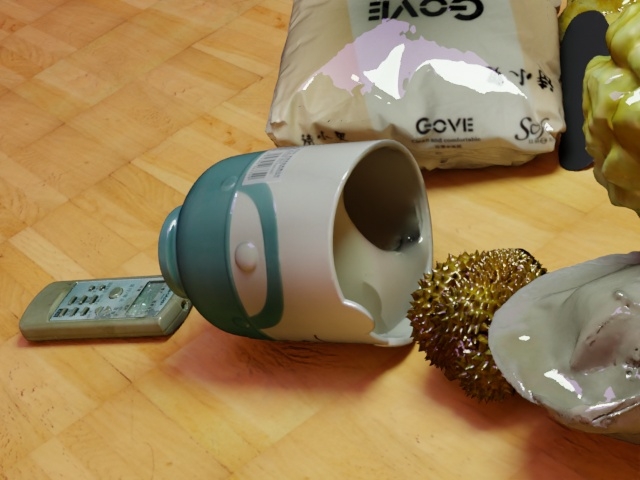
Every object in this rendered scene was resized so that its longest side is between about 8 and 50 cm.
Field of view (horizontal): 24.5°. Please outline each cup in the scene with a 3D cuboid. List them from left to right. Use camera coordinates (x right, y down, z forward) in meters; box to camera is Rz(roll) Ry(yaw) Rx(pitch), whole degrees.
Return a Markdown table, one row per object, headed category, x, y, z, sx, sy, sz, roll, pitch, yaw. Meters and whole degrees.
| category | x | y | z | sx | sy | sz | roll | pitch | yaw |
| --- | --- | --- | --- | --- | --- | --- | --- | --- | --- |
| cup | 0.000 | 0.000 | 1.645 | 0.258 | 0.219 | 0.290 | -1 | 7 | 33 |

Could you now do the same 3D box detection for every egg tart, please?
| category | x | y | z | sx | sy | sz | roll | pitch | yaw |
| --- | --- | --- | --- | --- | --- | --- | --- | --- | --- |
| egg tart | 0.403 | -0.275 | 1.892 | 0.212 | 0.090 | 0.212 | -19 | 32 | 12 |

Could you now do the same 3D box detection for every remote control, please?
| category | x | y | z | sx | sy | sz | roll | pitch | yaw |
| --- | --- | --- | --- | --- | --- | --- | --- | --- | --- |
| remote control | -0.267 | 0.084 | 1.835 | 0.233 | 0.038 | 0.098 | -3 | 37 | 29 |

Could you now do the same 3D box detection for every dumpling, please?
| category | x | y | z | sx | sy | sz | roll | pitch | yaw |
| --- | --- | --- | --- | --- | --- | --- | --- | --- | --- |
| dumpling | 0.286 | 0.100 | 1.343 | 0.204 | 0.163 | 0.293 | -18 | 18 | 43 |

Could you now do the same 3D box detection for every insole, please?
| category | x | y | z | sx | sy | sz | roll | pitch | yaw |
| --- | --- | --- | --- | --- | --- | --- | --- | --- | --- |
| insole | 0.322 | -0.186 | 1.794 | 0.080 | 0.003 | 0.232 | -15 | 56 | 37 |

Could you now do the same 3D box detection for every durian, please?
| category | x | y | z | sx | sy | sz | roll | pitch | yaw |
| --- | --- | --- | --- | --- | --- | --- | --- | --- | --- |
| durian | 0.165 | 0.078 | 1.472 | 0.158 | 0.137 | 0.168 | 28 | 64 | 28 |

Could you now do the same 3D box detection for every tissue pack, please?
| category | x | y | z | sx | sy | sz | roll | pitch | yaw |
| --- | --- | --- | --- | --- | --- | --- | --- | --- | --- |
| tissue pack | 0.129 | -0.240 | 1.889 | 0.375 | 0.195 | 0.390 | -7 | 52 | 14 |

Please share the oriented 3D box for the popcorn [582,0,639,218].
| category | x | y | z | sx | sy | sz | roll | pitch | yaw |
| --- | --- | --- | --- | --- | --- | --- | --- | --- | --- |
| popcorn | 0.401 | -0.118 | 1.306 | 0.335 | 0.279 | 0.274 | -4 | 8 | 14 |
